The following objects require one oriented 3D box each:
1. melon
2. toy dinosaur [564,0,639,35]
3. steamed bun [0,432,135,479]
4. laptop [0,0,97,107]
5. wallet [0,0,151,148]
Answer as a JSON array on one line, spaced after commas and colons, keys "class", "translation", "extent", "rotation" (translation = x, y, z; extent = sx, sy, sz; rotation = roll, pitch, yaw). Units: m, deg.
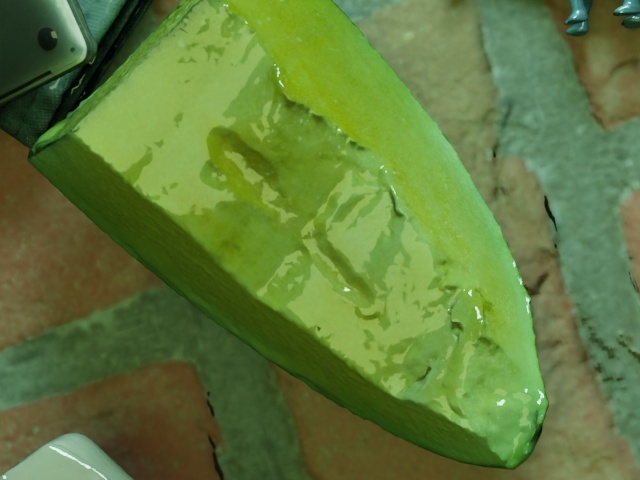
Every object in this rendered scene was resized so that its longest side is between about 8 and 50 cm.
[{"class": "melon", "translation": [0.000, 0.000, 0.903], "extent": [0.323, 0.124, 0.196], "rotation": [46, 103, 2]}, {"class": "toy dinosaur", "translation": [0.165, -0.159, 0.891], "extent": [0.197, 0.045, 0.080], "rotation": [-6, 81, 18]}, {"class": "steamed bun", "translation": [-0.181, 0.240, 0.930], "extent": [0.146, 0.164, 0.242], "rotation": [41, 75, 9]}, {"class": "laptop", "translation": [-0.273, -0.147, 0.966], "extent": [0.269, 0.015, 0.188], "rotation": [-21, 95, 30]}, {"class": "wallet", "translation": [-0.245, -0.243, 0.979], "extent": [0.342, 0.075, 0.237], "rotation": [39, 106, 9]}]
